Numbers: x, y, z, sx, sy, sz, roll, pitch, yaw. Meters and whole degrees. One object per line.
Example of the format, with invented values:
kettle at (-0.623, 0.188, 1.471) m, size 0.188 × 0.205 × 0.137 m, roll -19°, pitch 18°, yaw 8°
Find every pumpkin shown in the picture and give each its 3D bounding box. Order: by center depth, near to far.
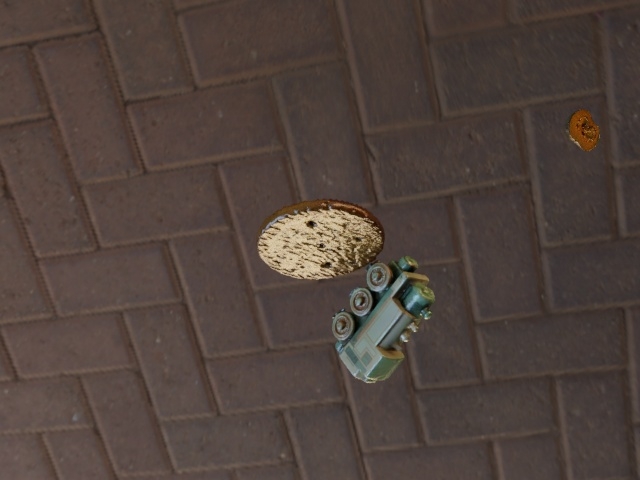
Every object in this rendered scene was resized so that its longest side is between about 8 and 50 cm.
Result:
pumpkin at (0.416, -0.177, 1.441) m, size 0.083 × 0.028 × 0.050 m, roll 43°, pitch 82°, yaw -32°

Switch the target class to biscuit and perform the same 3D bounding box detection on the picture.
biscuit at (0.000, -0.001, 1.301) m, size 0.188 × 0.027 × 0.187 m, roll -3°, pitch 145°, yaw -2°

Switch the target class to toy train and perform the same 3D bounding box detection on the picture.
toy train at (0.100, 0.120, 1.380) m, size 0.081 × 0.125 × 0.194 m, roll 10°, pitch 123°, yaw -47°
